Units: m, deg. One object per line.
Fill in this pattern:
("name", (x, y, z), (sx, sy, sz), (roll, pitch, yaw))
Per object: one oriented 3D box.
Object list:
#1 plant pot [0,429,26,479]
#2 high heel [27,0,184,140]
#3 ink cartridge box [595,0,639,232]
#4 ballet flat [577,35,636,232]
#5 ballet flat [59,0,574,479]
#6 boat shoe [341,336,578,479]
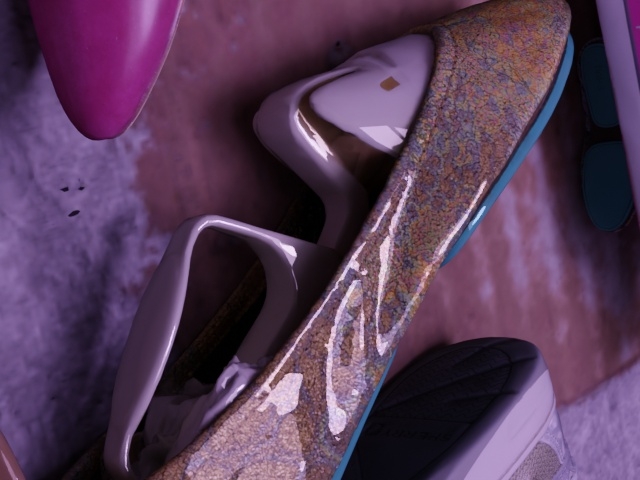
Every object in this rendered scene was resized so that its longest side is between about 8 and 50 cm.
("plant pot", (-0.171, 0.138, 0.372), (0.110, 0.237, 0.237), (-21, 114, 8))
("high heel", (-0.111, -0.159, 0.428), (0.117, 0.082, 0.244), (1, 92, -46))
("ink cartridge box", (0.218, -0.114, 0.682), (0.176, 0.069, 0.370), (-40, 118, -52))
("ballet flat", (0.174, -0.063, 0.704), (0.041, 0.041, 0.114), (-16, 106, -37))
("ballet flat", (0.000, 0.000, 0.530), (0.123, 0.123, 0.348), (42, 70, -34))
("boat shoe", (0.017, 0.176, 0.559), (0.320, 0.118, 0.103), (-44, 116, -34))
